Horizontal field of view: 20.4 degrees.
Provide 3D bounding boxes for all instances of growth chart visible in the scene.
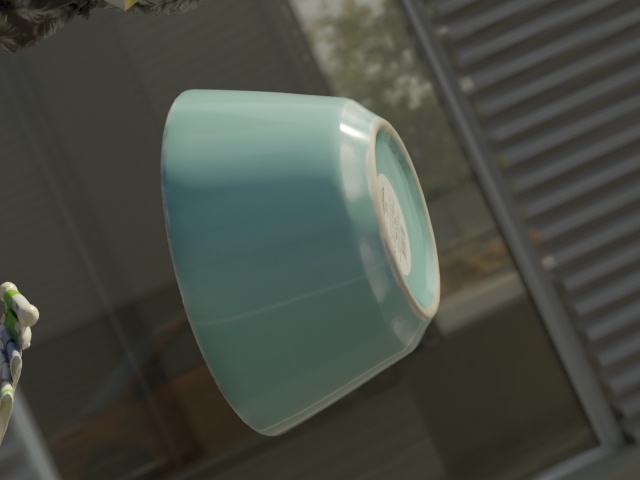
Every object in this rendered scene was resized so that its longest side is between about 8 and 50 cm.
[{"bbox_3d":[-0.249,0.147,1.296,0.021,0.237,0.172,19,-5,-16],"label":"growth chart"}]

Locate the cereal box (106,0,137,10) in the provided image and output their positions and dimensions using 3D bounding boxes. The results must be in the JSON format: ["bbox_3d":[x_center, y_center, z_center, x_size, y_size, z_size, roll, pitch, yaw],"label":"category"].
[{"bbox_3d":[-0.216,-0.283,1.245,0.047,0.240,0.173,-45,-26,-40],"label":"cereal box"}]

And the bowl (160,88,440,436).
[{"bbox_3d":[0.000,0.000,1.525,0.163,0.311,0.311,-15,1,15],"label":"bowl"}]

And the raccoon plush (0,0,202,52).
[{"bbox_3d":[-0.255,-0.399,1.863,0.446,0.299,0.216,-14,-30,-5],"label":"raccoon plush"}]
